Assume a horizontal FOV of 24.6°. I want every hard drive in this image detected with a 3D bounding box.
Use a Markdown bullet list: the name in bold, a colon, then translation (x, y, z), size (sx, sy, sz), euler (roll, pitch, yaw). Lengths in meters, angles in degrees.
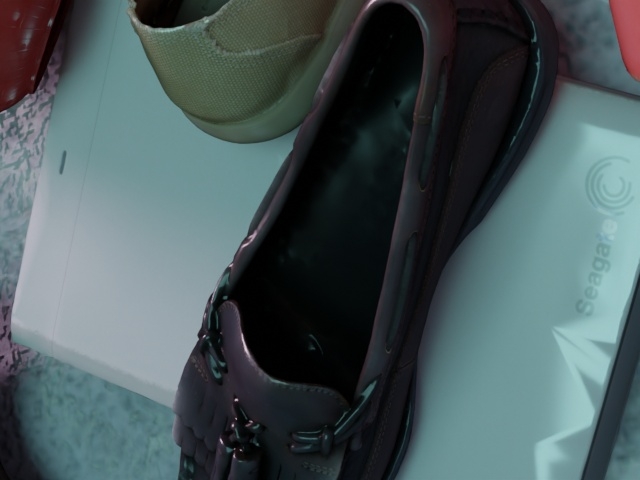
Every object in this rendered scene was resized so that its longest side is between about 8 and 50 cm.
- **hard drive**: translation (0.000, 0.000, 0.683), size (0.307, 0.040, 0.203), euler (19, 103, 27)

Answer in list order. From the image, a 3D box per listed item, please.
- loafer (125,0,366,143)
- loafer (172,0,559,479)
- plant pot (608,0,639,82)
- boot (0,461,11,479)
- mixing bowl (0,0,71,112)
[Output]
- **loafer**: translation (-0.004, -0.174, 0.621), size (0.102, 0.092, 0.268), euler (18, 87, 26)
- **loafer**: translation (-0.004, 0.025, 0.608), size (0.109, 0.095, 0.302), euler (31, 107, 24)
- **plant pot**: translation (0.190, -0.175, 0.458), size (0.275, 0.275, 0.243), euler (3, 105, 28)
- **boot**: translation (-0.144, 0.170, 0.765), size (0.207, 0.090, 0.248), euler (17, 100, 14)
- **mixing bowl**: translation (-0.171, -0.129, 0.710), size (0.098, 0.181, 0.181), euler (19, 105, -9)
